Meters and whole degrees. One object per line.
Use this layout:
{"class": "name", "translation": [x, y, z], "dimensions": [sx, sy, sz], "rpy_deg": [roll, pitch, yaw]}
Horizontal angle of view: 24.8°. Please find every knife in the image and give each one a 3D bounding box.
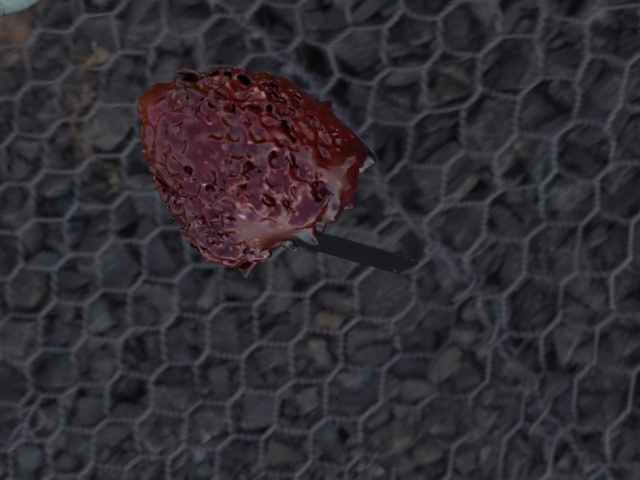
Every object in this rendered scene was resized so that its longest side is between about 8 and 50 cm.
{"class": "knife", "translation": [0.000, 0.000, 1.752], "dimensions": [0.245, 0.072, 0.019], "rpy_deg": [15, 70, -19]}

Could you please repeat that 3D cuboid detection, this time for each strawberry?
{"class": "strawberry", "translation": [-0.072, -0.070, 1.285], "dimensions": [0.201, 0.187, 0.184], "rpy_deg": [36, 95, -22]}

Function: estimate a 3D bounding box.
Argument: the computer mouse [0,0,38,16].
{"class": "computer mouse", "translation": [-0.174, -0.244, 0.874], "dimensions": [0.113, 0.068, 0.229], "rpy_deg": [18, 76, -22]}
